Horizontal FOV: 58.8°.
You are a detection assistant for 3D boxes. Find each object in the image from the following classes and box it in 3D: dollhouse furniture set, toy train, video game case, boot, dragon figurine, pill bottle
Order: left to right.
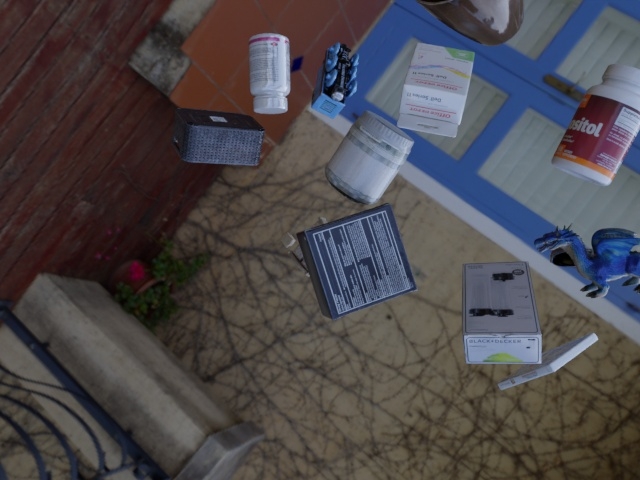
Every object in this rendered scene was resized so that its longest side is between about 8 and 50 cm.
[{"bbox_3d":[-0.201,-0.652,2.239,0.160,0.161,0.282,-4,94,-68],"label":"pill bottle"},{"bbox_3d":[0.000,0.000,2.107,0.303,0.355,0.174,-51,150,17],"label":"dollhouse furniture set"},{"bbox_3d":[0.033,-0.376,1.317,0.105,0.080,0.184,-41,-146,46],"label":"toy train"},{"bbox_3d":[0.634,0.339,1.590,0.227,0.026,0.206,-20,164,-34],"label":"video game case"},{"bbox_3d":[0.748,0.058,1.575,0.106,0.219,0.082,-14,104,-56],"label":"boot"},{"bbox_3d":[0.393,-0.159,0.786,0.151,0.086,0.086,-66,160,10],"label":"pill bottle"},{"bbox_3d":[0.561,0.025,1.069,0.085,0.289,0.143,-37,119,-73],"label":"dragon figurine"}]

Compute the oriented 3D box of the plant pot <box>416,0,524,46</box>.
[{"bbox_3d":[0.327,-0.513,1.172,0.230,0.215,0.215,27,101,-47],"label":"plant pot"}]

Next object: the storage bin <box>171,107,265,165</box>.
[{"bbox_3d":[-0.228,-0.231,1.264,0.180,0.122,0.084,0,119,-29],"label":"storage bin"}]

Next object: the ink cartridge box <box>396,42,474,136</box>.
[{"bbox_3d":[0.381,-0.502,1.870,0.119,0.207,0.353,93,13,-48],"label":"ink cartridge box"}]

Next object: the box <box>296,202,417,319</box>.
[{"bbox_3d":[0.110,0.066,1.836,0.294,0.296,0.183,-18,-179,-13],"label":"box"}]

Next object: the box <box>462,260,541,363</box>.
[{"bbox_3d":[0.426,0.166,1.362,0.290,0.169,0.087,-70,152,-57],"label":"box"}]

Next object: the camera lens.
[{"bbox_3d":[0.162,-0.277,1.945,0.274,0.219,0.219,-56,163,19],"label":"camera lens"}]
